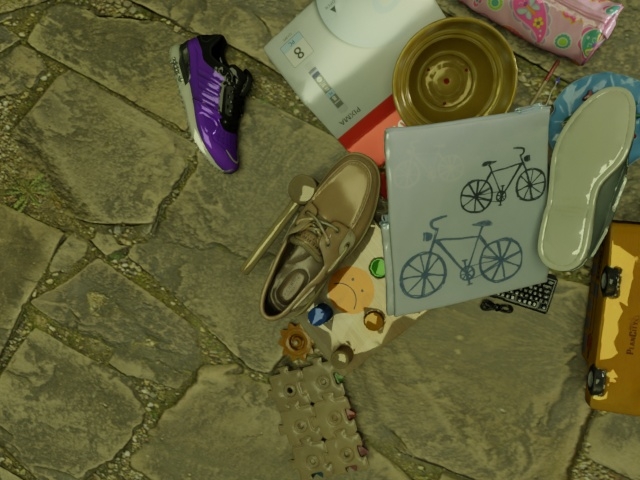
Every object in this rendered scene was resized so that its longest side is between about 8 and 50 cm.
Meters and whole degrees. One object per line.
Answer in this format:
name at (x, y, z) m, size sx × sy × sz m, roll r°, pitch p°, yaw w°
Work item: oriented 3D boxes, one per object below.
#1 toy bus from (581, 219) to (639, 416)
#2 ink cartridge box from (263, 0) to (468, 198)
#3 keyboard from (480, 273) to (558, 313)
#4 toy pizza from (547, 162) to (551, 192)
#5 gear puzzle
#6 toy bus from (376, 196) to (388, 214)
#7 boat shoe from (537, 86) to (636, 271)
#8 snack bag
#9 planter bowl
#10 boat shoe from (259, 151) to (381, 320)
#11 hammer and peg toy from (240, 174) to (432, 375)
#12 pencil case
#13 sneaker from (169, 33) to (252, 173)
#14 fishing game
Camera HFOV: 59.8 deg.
toy bus at (0.544, 0.134, 0.999) m, size 0.108 × 0.130 × 0.333 m, roll 5°, pitch 97°, yaw 11°
ink cartridge box at (0.121, -0.321, 1.076) m, size 0.308 × 0.091 × 0.385 m, roll -38°, pitch 85°, yaw 14°
keyboard at (0.360, 0.095, 1.095) m, size 0.180 × 0.023 × 0.108 m, roll 18°, pitch 99°, yaw 12°
toy pizza at (0.407, -0.049, 1.065) m, size 0.201 × 0.032 × 0.202 m, roll 1°, pitch 95°, yaw 12°
gear puzzle at (-0.019, 0.340, 1.201) m, size 0.175 × 0.044 × 0.339 m, roll -18°, pitch 88°, yaw 16°
toy bus at (0.219, -0.110, 1.063) m, size 0.202 × 0.105 × 0.191 m, roll 24°, pitch 139°, yaw -6°
boat shoe at (0.465, -0.100, 0.966) m, size 0.116 × 0.099 × 0.320 m, roll 20°, pitch 97°, yaw 42°
snack bag at (0.253, -0.051, 0.970) m, size 0.322 × 0.037 × 0.343 m, roll -11°, pitch 108°, yaw -12°
planter bowl at (0.234, -0.286, 1.008) m, size 0.216 × 0.090 × 0.218 m, roll 1°, pitch 108°, yaw 2°
boat shoe at (0.000, 0.000, 0.995) m, size 0.121 × 0.110 × 0.341 m, roll 30°, pitch 100°, yaw 12°
hammer and peg toy at (0.024, 0.061, 1.117) m, size 0.266 × 0.127 × 0.361 m, roll -41°, pitch 82°, yaw 14°
pencil case at (0.379, -0.427, 0.990) m, size 0.284 × 0.124 × 0.124 m, roll 34°, pitch 102°, yaw 7°
sneaker at (-0.202, -0.289, 1.147) m, size 0.146 × 0.102 × 0.294 m, roll -18°, pitch 91°, yaw 13°
fishing game at (0.500, -0.211, 0.997) m, size 0.264 × 0.041 × 0.189 m, roll 35°, pitch 103°, yaw 22°
